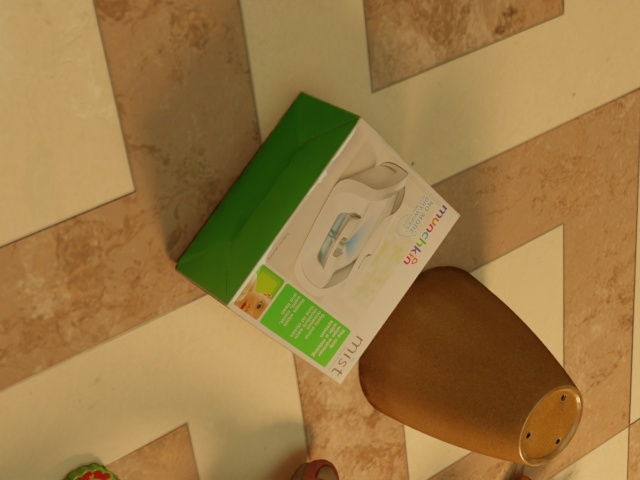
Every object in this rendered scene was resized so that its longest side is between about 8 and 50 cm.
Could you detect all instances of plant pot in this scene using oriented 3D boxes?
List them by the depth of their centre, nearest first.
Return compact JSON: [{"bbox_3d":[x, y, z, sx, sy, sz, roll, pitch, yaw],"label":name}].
[{"bbox_3d":[0.224,0.191,1.576,0.237,0.254,0.237,-19,122,-33],"label":"plant pot"}]

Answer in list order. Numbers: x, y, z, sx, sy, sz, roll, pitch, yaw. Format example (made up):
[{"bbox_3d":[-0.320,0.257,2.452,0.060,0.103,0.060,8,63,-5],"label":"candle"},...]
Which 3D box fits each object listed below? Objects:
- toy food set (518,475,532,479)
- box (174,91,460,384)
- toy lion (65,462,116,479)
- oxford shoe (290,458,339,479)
[{"bbox_3d":[0.382,0.498,1.962,0.104,0.111,0.232,-45,134,4],"label":"toy food set"},{"bbox_3d":[0.000,0.000,1.388,0.262,0.127,0.231,-54,132,-5],"label":"box"},{"bbox_3d":[-0.269,0.314,1.395,0.100,0.034,0.096,5,101,-41],"label":"toy lion"},{"bbox_3d":[-0.073,0.455,1.563,0.123,0.130,0.348,34,70,-50],"label":"oxford shoe"}]
